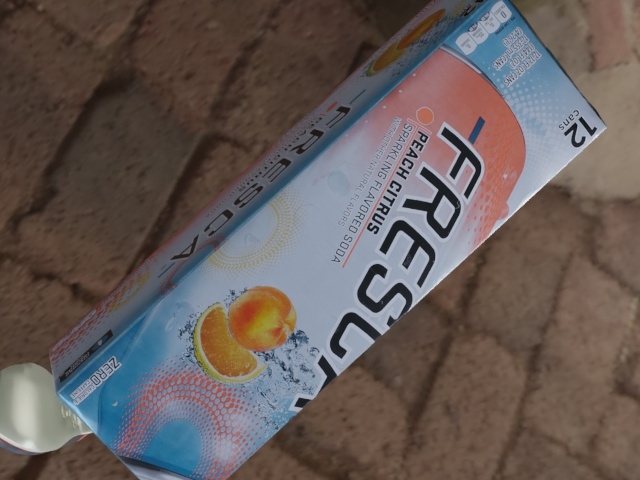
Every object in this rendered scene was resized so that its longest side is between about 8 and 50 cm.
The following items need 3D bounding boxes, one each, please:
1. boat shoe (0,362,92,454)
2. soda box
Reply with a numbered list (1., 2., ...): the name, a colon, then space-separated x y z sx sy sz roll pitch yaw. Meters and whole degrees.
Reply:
1. boat shoe: -0.159 0.093 0.757 0.137 0.043 0.049 11 69 -72
2. soda box: 0.000 0.000 0.441 0.183 0.063 0.058 -43 105 -3
